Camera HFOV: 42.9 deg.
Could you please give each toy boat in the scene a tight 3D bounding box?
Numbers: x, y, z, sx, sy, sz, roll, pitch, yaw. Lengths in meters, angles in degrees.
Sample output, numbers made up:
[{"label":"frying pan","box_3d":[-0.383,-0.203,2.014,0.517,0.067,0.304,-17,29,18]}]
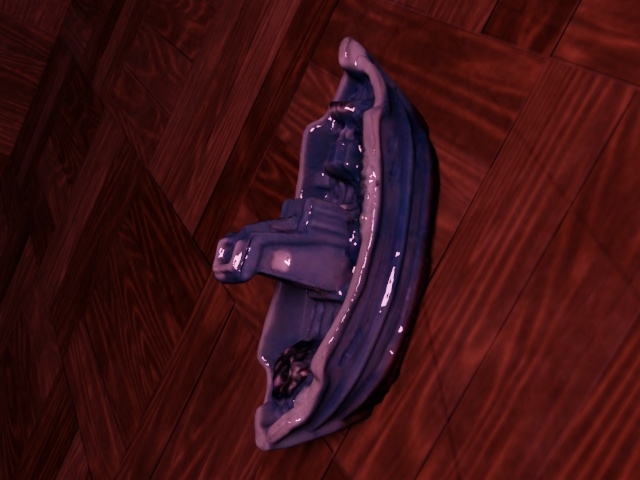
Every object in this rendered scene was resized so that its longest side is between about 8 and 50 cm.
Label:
[{"label":"toy boat","box_3d":[0.000,0.000,0.596,0.129,0.143,0.309,-2,74,59]}]
